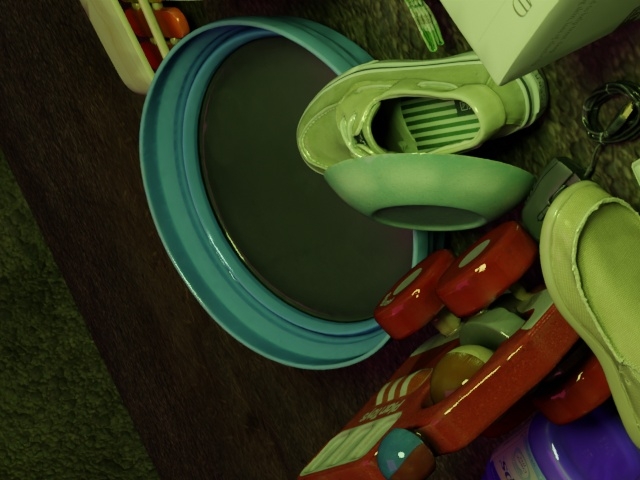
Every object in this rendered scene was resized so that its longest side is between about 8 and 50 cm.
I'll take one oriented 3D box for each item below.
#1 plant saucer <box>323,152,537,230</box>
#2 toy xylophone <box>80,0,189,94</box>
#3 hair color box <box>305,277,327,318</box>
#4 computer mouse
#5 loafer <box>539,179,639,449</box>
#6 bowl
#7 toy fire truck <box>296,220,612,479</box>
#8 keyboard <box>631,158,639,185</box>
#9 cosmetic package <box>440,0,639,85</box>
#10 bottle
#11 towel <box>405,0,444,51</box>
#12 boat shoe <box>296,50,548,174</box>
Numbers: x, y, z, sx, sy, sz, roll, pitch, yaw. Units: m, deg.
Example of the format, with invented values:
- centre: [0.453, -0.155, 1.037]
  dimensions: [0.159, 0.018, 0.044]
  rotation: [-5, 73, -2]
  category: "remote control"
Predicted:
- centre: [0.099, -0.037, 1.376]
  dimensions: [0.195, 0.195, 0.037]
  rotation: [150, 125, -68]
  category: "plant saucer"
- centre: [-0.229, -0.300, 1.899]
  dimensions: [0.236, 0.081, 0.322]
  rotation: [26, 144, 55]
  category: "toy xylophone"
- centre: [0.000, 0.000, 1.758]
  dimensions: [0.167, 0.093, 0.053]
  rotation: [64, 158, -4]
  category: "hair color box"
- centre: [0.218, -0.056, 1.282]
  dimensions: [0.071, 0.041, 0.242]
  rotation: [55, 156, 22]
  category: "computer mouse"
- centre: [0.269, 0.066, 1.240]
  dimensions: [0.092, 0.102, 0.268]
  rotation: [5, 132, 55]
  category: "loafer"
- centre: [-0.032, -0.053, 1.631]
  dimensions: [0.391, 0.077, 0.391]
  rotation: [20, 123, 35]
  category: "bowl"
- centre: [0.118, 0.135, 1.372]
  dimensions: [0.169, 0.254, 0.302]
  rotation: [47, 154, -7]
  category: "toy fire truck"
- centre: [0.306, -0.060, 1.118]
  dimensions: [0.072, 0.014, 0.256]
  rotation: [62, 158, 4]
  category: "keyboard"
- centre: [0.112, -0.330, 1.056]
  dimensions: [0.385, 0.156, 0.217]
  rotation: [58, 156, 14]
  category: "cosmetic package"
- centre: [0.225, 0.244, 1.532]
  dimensions: [0.118, 0.092, 0.283]
  rotation: [57, 157, 12]
  category: "bottle"
- centre: [0.070, -0.247, 1.326]
  dimensions: [0.152, 0.023, 0.113]
  rotation: [53, -163, -58]
  category: "towel"
- centre: [0.067, -0.112, 1.380]
  dimensions: [0.302, 0.094, 0.109]
  rotation: [-14, 100, 50]
  category: "boat shoe"
